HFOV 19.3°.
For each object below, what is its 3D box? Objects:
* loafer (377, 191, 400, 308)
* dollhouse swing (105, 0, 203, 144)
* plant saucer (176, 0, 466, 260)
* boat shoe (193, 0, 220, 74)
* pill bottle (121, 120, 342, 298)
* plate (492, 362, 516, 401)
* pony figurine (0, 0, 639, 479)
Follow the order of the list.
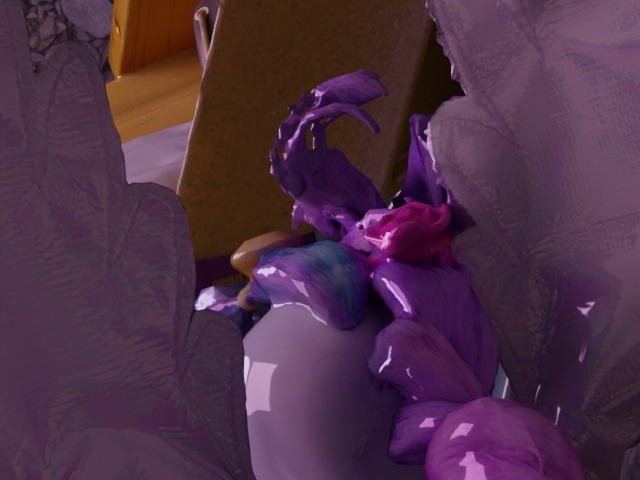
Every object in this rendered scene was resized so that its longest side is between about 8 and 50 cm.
[{"bbox_3d":[0.045,0.056,1.116,0.084,0.096,0.267,-112,36,-57],"label":"loafer"},{"bbox_3d":[-0.135,-0.036,1.449,0.315,0.305,0.347,110,141,-64],"label":"dollhouse swing"},{"bbox_3d":[0.071,-0.166,0.901,0.333,0.081,0.333,-36,-34,-57],"label":"plant saucer"},{"bbox_3d":[-0.022,-0.031,1.271,0.116,0.097,0.324,26,-128,-63],"label":"boat shoe"},{"bbox_3d":[-0.044,0.091,1.042,0.169,0.169,0.301,-93,-14,-78],"label":"pill bottle"},{"bbox_3d":[0.085,0.074,0.938,0.188,0.024,0.188,-167,90,-86],"label":"plate"},{"bbox_3d":[0.017,0.058,0.535,0.363,0.303,0.351,124,127,-71],"label":"pony figurine"}]
